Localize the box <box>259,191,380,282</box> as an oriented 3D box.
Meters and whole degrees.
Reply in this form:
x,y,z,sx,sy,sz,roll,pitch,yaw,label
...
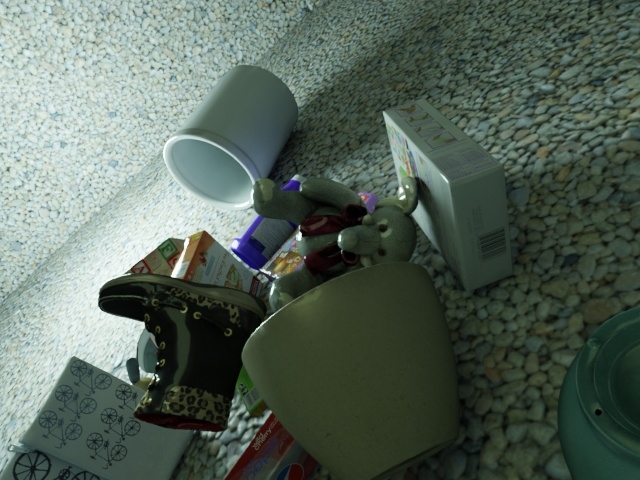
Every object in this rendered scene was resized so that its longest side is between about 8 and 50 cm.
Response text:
x,y,z,sx,sy,sz,roll,pitch,yaw,label
0.000,0.000,1.243,0.293,0.057,0.201,-49,28,-14,box

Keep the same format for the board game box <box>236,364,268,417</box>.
x,y,z,sx,sy,sz,roll,pitch,yaw,label
-0.069,0.229,1.053,0.259,0.039,0.124,-46,41,3,board game box

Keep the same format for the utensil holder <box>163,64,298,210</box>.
x,y,z,sx,sy,sz,roll,pitch,yaw,label
-0.280,-0.349,1.702,0.327,0.327,0.385,-8,46,40,utensil holder

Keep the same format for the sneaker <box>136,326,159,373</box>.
x,y,z,sx,sy,sz,roll,pitch,yaw,label
-0.352,0.262,1.296,0.178,0.124,0.296,38,115,25,sneaker

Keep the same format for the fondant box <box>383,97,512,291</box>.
x,y,z,sx,sy,sz,roll,pitch,yaw,label
0.234,-0.100,0.970,0.096,0.238,0.330,-21,36,-2,fondant box

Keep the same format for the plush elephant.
x,y,z,sx,sy,sz,roll,pitch,yaw,label
0.066,0.001,0.984,0.255,0.330,0.272,-7,87,55,plush elephant

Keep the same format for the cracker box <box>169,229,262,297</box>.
x,y,z,sx,sy,sz,roll,pitch,yaw,label
-0.251,0.108,1.251,0.067,0.232,0.156,-18,41,30,cracker box

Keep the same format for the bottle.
x,y,z,sx,sy,sz,roll,pitch,yaw,label
-0.124,-0.055,1.402,0.092,0.118,0.283,13,63,51,bottle

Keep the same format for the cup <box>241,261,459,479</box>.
x,y,z,sx,sy,sz,roll,pitch,yaw,label
0.076,0.222,0.771,0.331,0.331,0.237,-34,60,12,cup

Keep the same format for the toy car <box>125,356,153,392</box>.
x,y,z,sx,sy,sz,roll,pitch,yaw,label
-0.407,0.358,1.148,0.149,0.155,0.188,3,83,47,toy car

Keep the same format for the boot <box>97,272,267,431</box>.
x,y,z,sx,sy,sz,roll,pitch,yaw,label
-0.322,0.228,1.061,0.377,0.138,0.284,8,57,3,boot

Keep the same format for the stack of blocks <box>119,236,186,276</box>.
x,y,z,sx,sy,sz,roll,pitch,yaw,label
-0.392,0.085,1.392,0.171,0.087,0.297,-38,-8,5,stack of blocks

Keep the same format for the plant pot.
x,y,z,sx,sy,sz,roll,pitch,yaw,label
0.393,0.189,0.549,0.293,0.196,0.293,-27,36,22,plant pot

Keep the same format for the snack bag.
x,y,z,sx,sy,sz,roll,pitch,yaw,label
-0.439,0.449,0.990,0.037,0.323,0.343,-15,42,47,snack bag

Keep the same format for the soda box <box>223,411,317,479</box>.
x,y,z,sx,sy,sz,roll,pitch,yaw,label
-0.101,0.419,0.868,0.092,0.083,0.263,18,65,51,soda box
